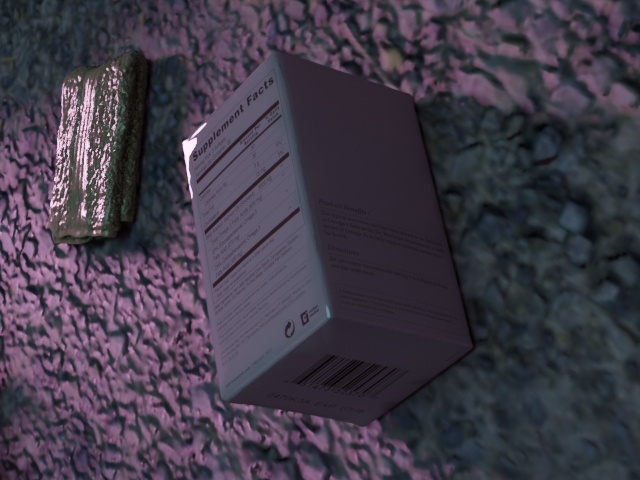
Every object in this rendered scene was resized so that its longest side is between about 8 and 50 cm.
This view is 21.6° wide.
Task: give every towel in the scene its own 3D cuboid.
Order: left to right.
[{"bbox_3d":[-0.173,-0.070,1.295,0.110,0.027,0.148,-8,72,52],"label":"towel"}]

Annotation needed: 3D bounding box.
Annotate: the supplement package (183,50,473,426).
[{"bbox_3d":[0.000,0.000,0.962,0.105,0.105,0.179,-41,48,40],"label":"supplement package"}]
